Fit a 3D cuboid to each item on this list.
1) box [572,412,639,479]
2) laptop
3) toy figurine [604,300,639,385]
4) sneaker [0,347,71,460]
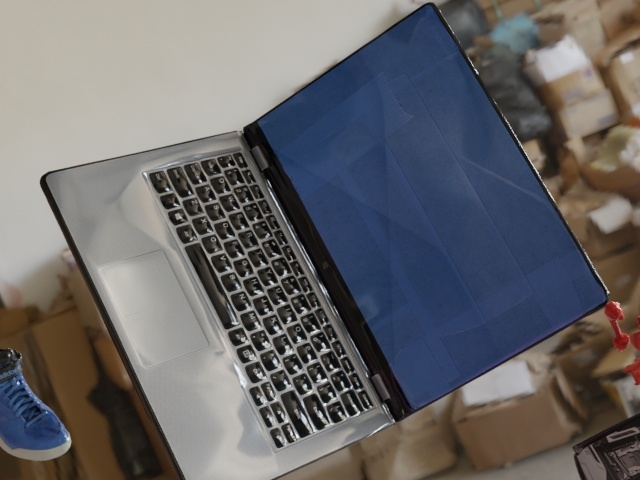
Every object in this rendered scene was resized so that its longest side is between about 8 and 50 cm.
[{"bbox_3d":[0.335,0.121,0.610,0.307,0.242,0.076,-35,40,23],"label":"box"},{"bbox_3d":[0.000,0.000,1.134,0.408,0.382,0.236,-17,-18,-36],"label":"laptop"},{"bbox_3d":[0.521,0.079,1.287,0.217,0.191,0.362,-37,13,-20],"label":"toy figurine"},{"bbox_3d":[-0.313,0.157,1.129,0.152,0.084,0.058,26,36,34],"label":"sneaker"}]
